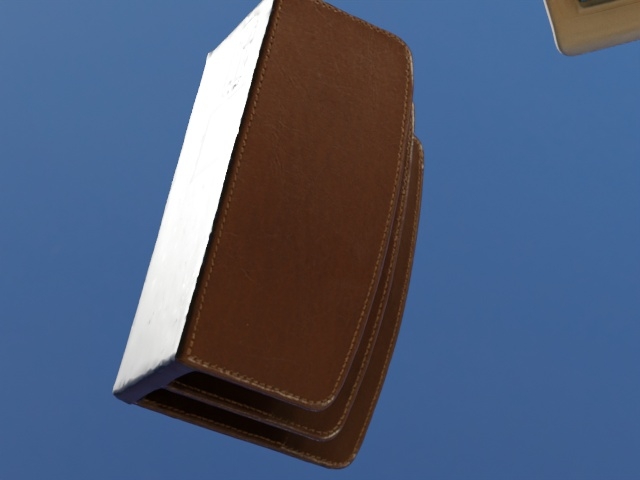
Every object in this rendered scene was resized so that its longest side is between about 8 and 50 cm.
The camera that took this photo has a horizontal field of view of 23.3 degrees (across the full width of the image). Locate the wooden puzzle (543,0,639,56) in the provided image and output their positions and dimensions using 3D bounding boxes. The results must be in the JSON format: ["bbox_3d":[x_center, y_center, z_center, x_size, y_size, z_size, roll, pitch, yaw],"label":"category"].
[{"bbox_3d":[0.297,-0.312,1.453,0.221,0.044,0.239,-15,-92,-7],"label":"wooden puzzle"}]

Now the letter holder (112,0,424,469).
[{"bbox_3d":[0.000,0.000,1.183,0.214,0.152,0.302,21,-113,-18],"label":"letter holder"}]
